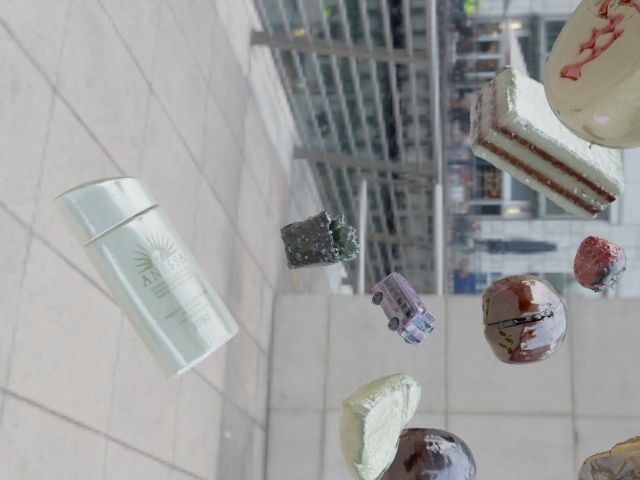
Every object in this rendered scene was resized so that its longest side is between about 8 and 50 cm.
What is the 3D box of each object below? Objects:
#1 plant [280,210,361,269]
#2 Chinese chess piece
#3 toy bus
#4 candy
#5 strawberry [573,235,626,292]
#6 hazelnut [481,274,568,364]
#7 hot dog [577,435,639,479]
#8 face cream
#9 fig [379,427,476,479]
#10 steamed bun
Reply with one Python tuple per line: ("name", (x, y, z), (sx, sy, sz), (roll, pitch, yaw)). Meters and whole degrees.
("plant", (0.000, 0.000, 2.275), (0.129, 0.194, 0.132), (113, -34, -81))
("Chinese chess piece", (0.401, -0.243, 1.133), (0.273, 0.102, 0.273), (-48, -156, 30))
("toy bus", (0.221, 0.181, 2.403), (0.096, 0.108, 0.199), (40, 12, -38))
("candy", (0.463, -0.198, 1.843), (0.135, 0.320, 0.179), (-49, -164, 42))
("strawberry", (0.499, 0.040, 1.632), (0.106, 0.106, 0.106), (0, 90, -82))
("hazelnut", (0.484, 0.184, 2.136), (0.181, 0.181, 0.212), (11, 65, -63))
("hot dog", (0.494, 0.326, 1.304), (0.131, 0.252, 0.069), (49, 32, -31))
("face cream", (-0.283, 0.045, 1.503), (0.173, 0.081, 0.348), (-34, 94, -46))
("fig", (0.228, 0.514, 1.986), (0.214, 0.235, 0.235), (-90, 175, -53))
("steamed bun", (0.102, 0.342, 1.762), (0.212, 0.110, 0.231), (-37, 138, -40))
